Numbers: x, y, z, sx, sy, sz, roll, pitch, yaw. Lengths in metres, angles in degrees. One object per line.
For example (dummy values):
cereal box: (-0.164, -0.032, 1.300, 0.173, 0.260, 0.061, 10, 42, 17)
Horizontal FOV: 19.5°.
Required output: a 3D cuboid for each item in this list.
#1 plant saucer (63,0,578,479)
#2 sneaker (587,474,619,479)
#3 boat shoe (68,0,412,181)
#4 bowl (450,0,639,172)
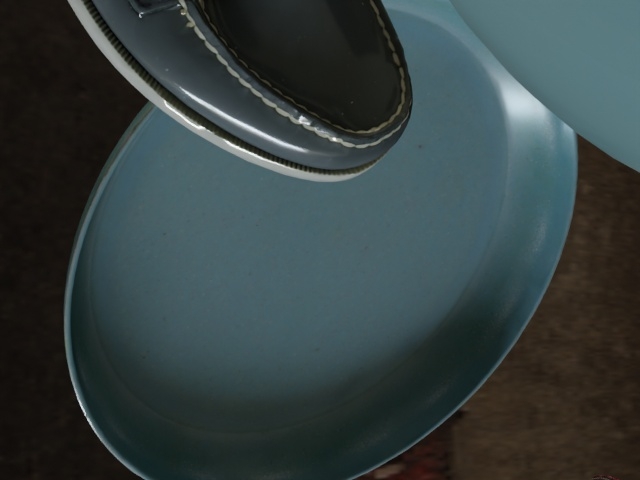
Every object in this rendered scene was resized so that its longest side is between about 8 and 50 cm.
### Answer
plant saucer: (0.000, 0.000, 1.008, 0.044, 0.317, 0.317, 42, 109, 46)
sneaker: (0.221, 0.332, 1.666, 0.121, 0.112, 0.299, -4, 43, 35)
boat shoe: (-0.057, -0.153, 0.763, 0.319, 0.116, 0.099, 52, 150, -18)
bowl: (0.164, -0.098, 0.316, 0.311, 0.311, 0.163, -49, 23, 19)
